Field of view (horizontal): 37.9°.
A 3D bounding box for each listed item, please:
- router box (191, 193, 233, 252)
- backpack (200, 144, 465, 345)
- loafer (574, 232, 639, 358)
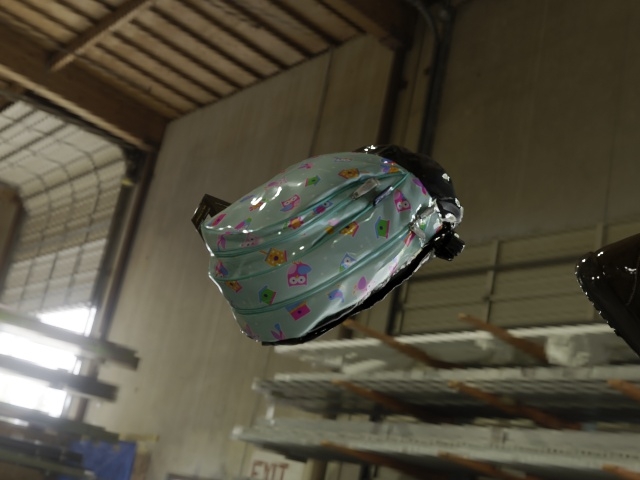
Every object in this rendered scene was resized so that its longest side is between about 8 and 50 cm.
[{"bbox_3d":[-0.062,0.013,1.171,0.179,0.046,0.133,21,15,-30],"label":"router box"},{"bbox_3d":[0.000,0.000,0.707,0.152,0.182,0.115,-7,-66,57],"label":"backpack"},{"bbox_3d":[0.274,0.082,0.651,0.220,0.078,0.080,50,19,4],"label":"loafer"}]
